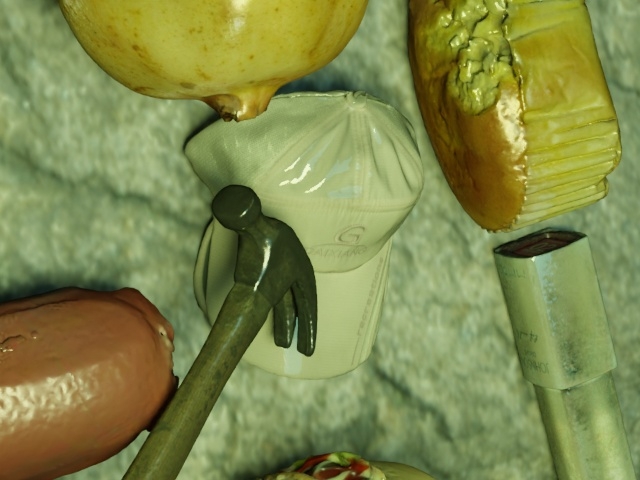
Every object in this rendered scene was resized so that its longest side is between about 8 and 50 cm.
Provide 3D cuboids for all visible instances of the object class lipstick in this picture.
[{"bbox_3d":[0.235,0.120,1.709,0.077,0.079,0.253,-20,103,-22],"label":"lipstick"}]

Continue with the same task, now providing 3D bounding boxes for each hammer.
[{"bbox_3d":[-0.131,0.173,1.413,0.440,0.044,0.168,-59,141,-21],"label":"hammer"}]

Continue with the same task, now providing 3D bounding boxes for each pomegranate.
[{"bbox_3d":[-0.086,-0.223,1.425,0.264,0.264,0.264,-3,97,-25],"label":"pomegranate"}]

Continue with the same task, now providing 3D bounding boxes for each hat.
[{"bbox_3d":[0.000,0.000,1.556,0.219,0.164,0.226,2,76,-26],"label":"hat"}]

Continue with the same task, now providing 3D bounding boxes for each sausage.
[{"bbox_3d":[-0.239,0.120,1.442,0.279,0.152,0.152,-12,101,-29],"label":"sausage"}]

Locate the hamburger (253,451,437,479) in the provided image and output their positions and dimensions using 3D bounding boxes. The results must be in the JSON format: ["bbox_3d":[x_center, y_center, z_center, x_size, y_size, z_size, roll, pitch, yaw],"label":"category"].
[{"bbox_3d":[0.015,0.319,1.518,0.176,0.300,0.300,-8,99,-38],"label":"hamburger"}]

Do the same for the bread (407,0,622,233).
[{"bbox_3d":[0.163,-0.135,1.596,0.133,0.179,0.250,-15,102,-19],"label":"bread"}]
